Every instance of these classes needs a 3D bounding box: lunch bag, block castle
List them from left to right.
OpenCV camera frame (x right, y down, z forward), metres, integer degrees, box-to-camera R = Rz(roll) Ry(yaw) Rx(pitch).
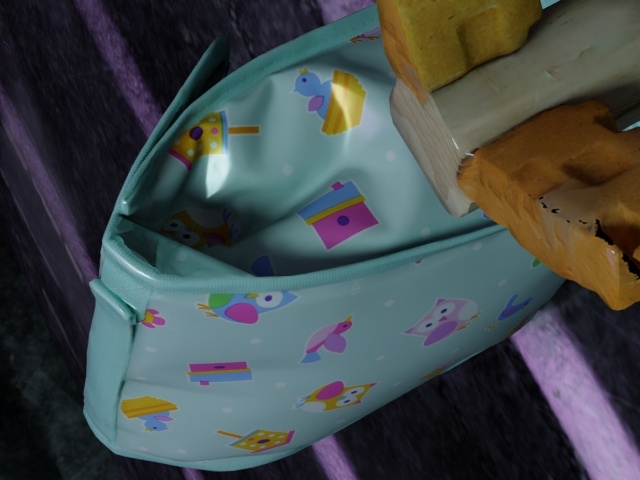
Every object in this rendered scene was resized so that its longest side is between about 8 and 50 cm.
[{"bbox_3d":[0.000,0.000,0.773,0.160,0.262,0.223,59,157,17],"label":"lunch bag"},{"bbox_3d":[0.181,-0.088,0.371,0.453,0.212,0.303,43,156,52],"label":"block castle"}]
